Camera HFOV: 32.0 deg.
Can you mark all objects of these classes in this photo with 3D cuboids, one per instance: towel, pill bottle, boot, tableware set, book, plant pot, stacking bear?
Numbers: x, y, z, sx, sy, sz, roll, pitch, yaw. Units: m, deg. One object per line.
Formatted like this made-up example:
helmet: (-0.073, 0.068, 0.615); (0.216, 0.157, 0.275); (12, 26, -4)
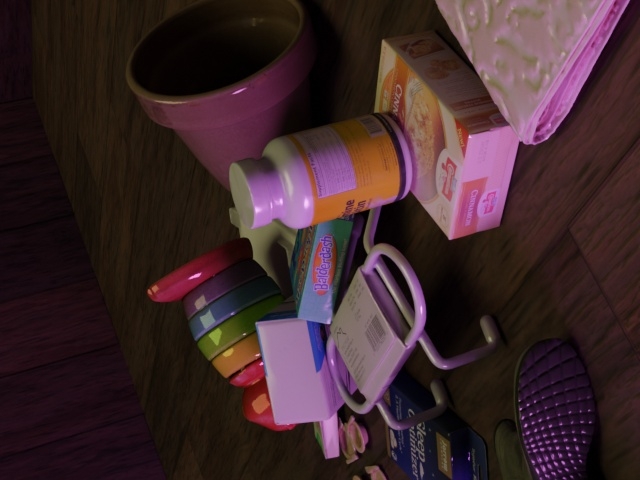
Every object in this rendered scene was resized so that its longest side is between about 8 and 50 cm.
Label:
towel: (0.171, -0.302, 1.001); (0.332, 0.053, 0.317); (65, 156, 23)
pill bottle: (-0.001, -0.072, 1.217); (0.103, 0.184, 0.103); (164, 90, -71)
boot: (0.223, 0.216, 1.191); (0.161, 0.083, 0.246); (-164, 62, -72)
tableware set: (0.063, 0.355, 1.772); (0.141, 0.020, 0.168); (120, 132, -61)
book: (0.003, 0.273, 1.846); (0.096, 0.035, 0.144); (-129, 30, -69)
plant pot: (-0.111, -0.189, 1.571); (0.263, 0.263, 0.229); (50, 165, 48)
stacking bear: (-0.107, 0.157, 1.698); (0.289, 0.164, 0.175); (59, -169, 7)

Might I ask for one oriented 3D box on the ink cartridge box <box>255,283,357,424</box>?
ink cartridge box: (-0.007, 0.155, 1.577); (0.203, 0.086, 0.148); (-33, -67, -68)

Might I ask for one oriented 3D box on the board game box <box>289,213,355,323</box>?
board game box: (0.000, 0.000, 1.492); (0.210, 0.047, 0.160); (-108, 30, -74)

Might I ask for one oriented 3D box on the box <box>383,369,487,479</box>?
box: (0.148, 0.275, 1.480); (0.225, 0.036, 0.136); (35, 135, 58)

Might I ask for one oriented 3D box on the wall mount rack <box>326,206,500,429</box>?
wall mount rack: (0.084, 0.058, 1.382); (0.304, 0.130, 0.350); (62, 156, 21)

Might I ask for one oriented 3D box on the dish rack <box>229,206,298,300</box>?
dish rack: (-0.061, 0.058, 1.821); (0.333, 0.072, 0.285); (33, 134, 59)

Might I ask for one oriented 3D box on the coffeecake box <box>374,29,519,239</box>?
coffeecake box: (0.131, -0.116, 1.207); (0.185, 0.068, 0.142); (55, 151, 41)
